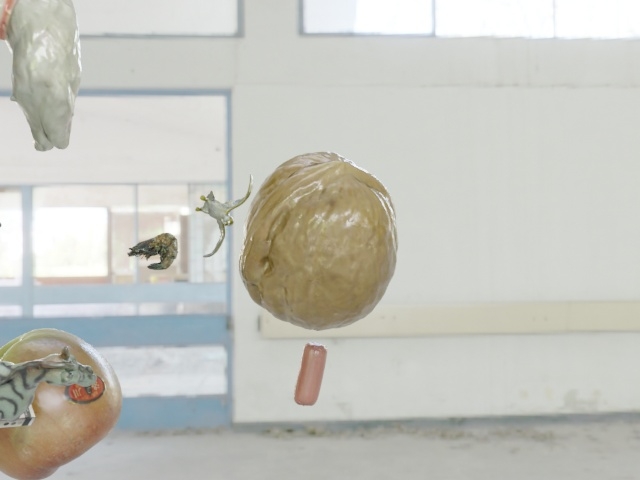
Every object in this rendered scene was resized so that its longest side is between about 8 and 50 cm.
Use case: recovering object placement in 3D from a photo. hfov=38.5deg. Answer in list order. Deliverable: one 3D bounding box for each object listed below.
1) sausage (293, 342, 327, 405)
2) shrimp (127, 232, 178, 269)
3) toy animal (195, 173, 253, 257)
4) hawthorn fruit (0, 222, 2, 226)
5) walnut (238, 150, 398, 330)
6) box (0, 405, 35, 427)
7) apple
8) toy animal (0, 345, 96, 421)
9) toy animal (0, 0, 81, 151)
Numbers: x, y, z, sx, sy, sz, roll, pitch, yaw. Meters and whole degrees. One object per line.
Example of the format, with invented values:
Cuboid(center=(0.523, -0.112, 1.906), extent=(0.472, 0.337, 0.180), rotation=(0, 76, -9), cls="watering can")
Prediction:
Cuboid(center=(-0.024, 0.322, 2.203), extent=(0.062, 0.154, 0.062), rotation=(12, 1, 0), cls="sausage")
Cuboid(center=(-0.420, 0.034, 2.285), extent=(0.161, 0.091, 0.034), rotation=(-14, -12, 28), cls="shrimp")
Cuboid(center=(-0.235, -0.058, 2.056), extent=(0.095, 0.219, 0.155), rotation=(29, 9, -1), cls="toy animal")
Cuboid(center=(-0.697, 0.067, 1.600), extent=(0.330, 0.287, 0.287), rotation=(-39, 5, -9), cls="hawthorn fruit")
Cuboid(center=(0.000, 0.000, 1.641), extent=(0.333, 0.332, 0.333), rotation=(-1, -2, 0), cls="walnut")
Cuboid(center=(-0.684, 0.307, 1.773), extent=(0.247, 0.129, 0.033), rotation=(4, -44, -44), cls="box")
Cuboid(center=(-0.622, 0.354, 2.071), extent=(0.339, 0.305, 0.338), rotation=(-33, 1, 1), cls="apple")
Cuboid(center=(-0.407, 0.197, 1.138), extent=(0.255, 0.089, 0.170), rotation=(-28, -10, -8), cls="toy animal")
Cuboid(center=(-0.521, -0.314, 1.561), extent=(0.266, 0.307, 0.188), rotation=(27, 16, 37), cls="toy animal")
